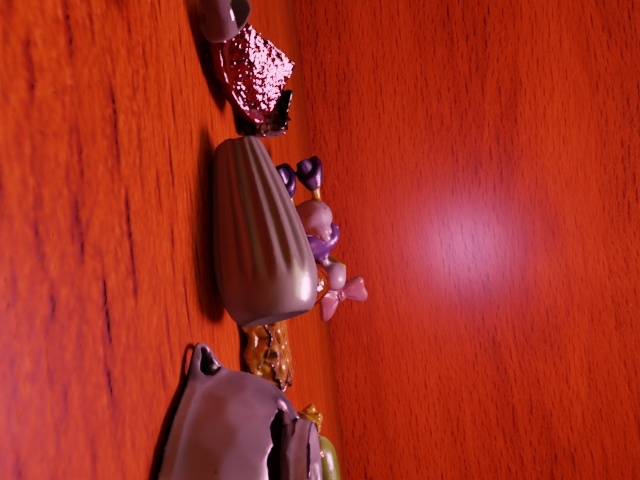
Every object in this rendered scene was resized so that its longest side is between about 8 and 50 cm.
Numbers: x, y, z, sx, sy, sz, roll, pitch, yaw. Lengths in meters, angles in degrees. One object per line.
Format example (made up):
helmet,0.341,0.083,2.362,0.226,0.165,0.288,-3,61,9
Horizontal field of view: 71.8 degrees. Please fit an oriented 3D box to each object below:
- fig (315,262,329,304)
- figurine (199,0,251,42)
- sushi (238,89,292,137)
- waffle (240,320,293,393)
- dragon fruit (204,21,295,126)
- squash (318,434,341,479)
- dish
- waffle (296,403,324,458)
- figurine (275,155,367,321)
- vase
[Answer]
fig,-0.051,0.099,0.997,0.128,0.150,0.128,-55,-158,36
figurine,-0.112,-0.351,0.344,0.285,0.167,0.342,-37,142,-76
sushi,-0.099,-0.226,0.797,0.094,0.098,0.084,-128,-145,-79
waffle,-0.090,0.143,0.759,0.243,0.059,0.237,56,25,-87
dragon fruit,-0.132,-0.269,0.659,0.127,0.120,0.161,-57,147,5
squash,0.013,0.658,1.038,0.101,0.101,0.378,65,21,-78
dish,-0.061,0.263,0.452,0.303,0.120,0.303,-5,90,-87
waffle,0.007,0.385,0.546,0.293,0.069,0.259,30,-72,47
figurine,-0.003,-0.006,1.101,0.193,0.154,0.420,46,-22,55
vase,-0.084,-0.018,0.580,0.128,0.128,0.248,68,7,-76
